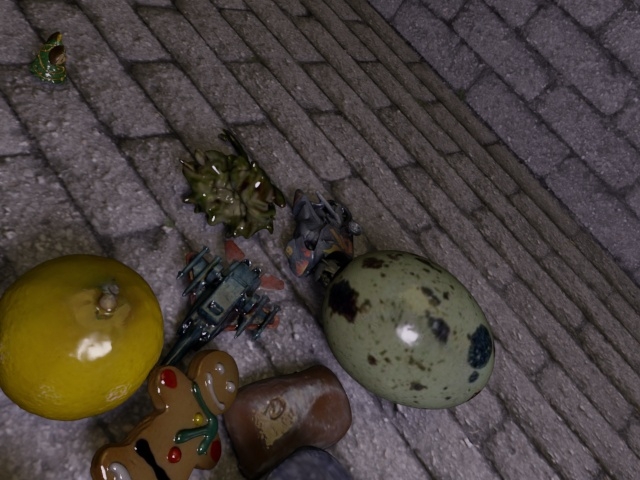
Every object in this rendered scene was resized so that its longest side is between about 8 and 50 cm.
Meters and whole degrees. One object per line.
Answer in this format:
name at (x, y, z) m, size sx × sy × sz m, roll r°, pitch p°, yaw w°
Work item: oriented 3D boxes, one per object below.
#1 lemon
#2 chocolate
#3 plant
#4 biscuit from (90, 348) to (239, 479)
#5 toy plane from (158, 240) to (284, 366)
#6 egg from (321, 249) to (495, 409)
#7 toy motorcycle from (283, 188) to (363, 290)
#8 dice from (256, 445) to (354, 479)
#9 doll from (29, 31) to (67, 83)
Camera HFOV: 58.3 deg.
lemon at (-0.345, 0.128, 0.833) m, size 0.240 × 0.219 × 0.240 m, roll 23°, pitch 44°, yaw -24°
chocolate at (-0.042, 0.299, 1.015) m, size 0.261 × 0.083 × 0.161 m, roll -9°, pitch 60°, yaw -44°
plant at (-0.162, -0.157, 1.307) m, size 0.251 × 0.180 × 0.333 m, roll 44°, pitch 34°, yaw -12°
biscuit at (-0.205, 0.280, 0.853) m, size 0.301 × 0.049 × 0.196 m, roll -54°, pitch 132°, yaw -51°
toy plane at (-0.196, 0.131, 1.039) m, size 0.223 × 0.104 × 0.326 m, roll 39°, pitch 39°, yaw -1°
egg at (0.179, 0.180, 1.142) m, size 0.379 × 0.287 × 0.287 m, roll 30°, pitch 39°, yaw -6°
toy motorcycle at (0.000, 0.000, 1.327) m, size 0.173 × 0.108 × 0.307 m, roll 17°, pitch 41°, yaw -17°
dice at (-0.043, 0.421, 0.818) m, size 0.182 × 0.183 × 0.181 m, roll -19°, pitch 64°, yaw -48°
doll at (-0.590, -0.398, 1.238) m, size 0.077 × 0.113 × 0.078 m, roll -8°, pitch 57°, yaw -27°
